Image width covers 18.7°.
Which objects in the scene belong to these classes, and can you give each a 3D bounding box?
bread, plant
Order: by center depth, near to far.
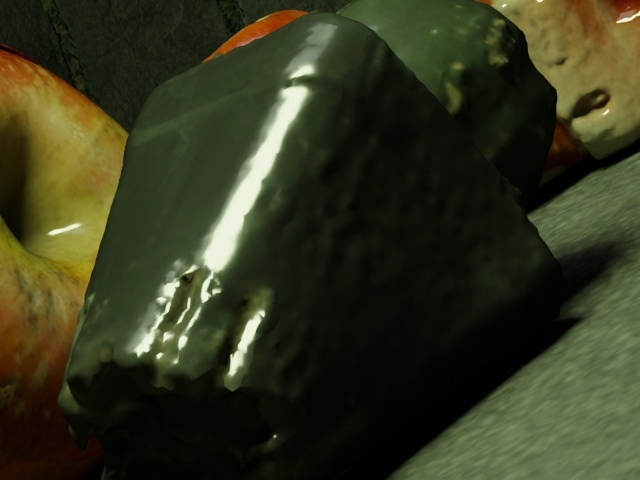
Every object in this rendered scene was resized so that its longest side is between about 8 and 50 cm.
[{"bbox_3d":[0.000,0.000,0.779,0.142,0.164,0.256,-19,25,49],"label":"plant"},{"bbox_3d":[0.064,-0.076,1.125,0.328,0.114,0.295,-31,10,-3],"label":"bread"}]

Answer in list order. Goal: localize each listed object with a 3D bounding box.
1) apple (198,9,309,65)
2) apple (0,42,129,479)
[{"bbox_3d":[-0.034,-0.093,1.443,0.163,0.139,0.163,-27,11,6],"label":"apple"},{"bbox_3d":[-0.195,0.021,0.958,0.206,0.251,0.272,-29,17,31],"label":"apple"}]
